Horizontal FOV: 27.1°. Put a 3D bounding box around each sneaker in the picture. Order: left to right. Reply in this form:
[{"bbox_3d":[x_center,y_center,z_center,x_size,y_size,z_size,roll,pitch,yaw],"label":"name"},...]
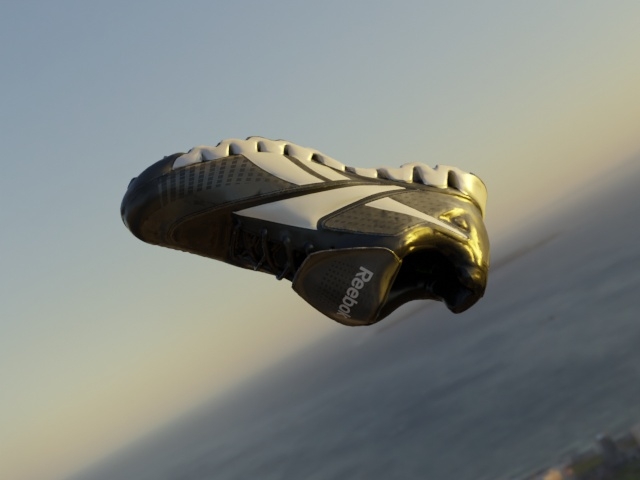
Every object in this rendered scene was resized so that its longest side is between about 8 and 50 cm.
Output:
[{"bbox_3d":[0.000,0.000,0.790,0.234,0.106,0.078,4,-45,-17],"label":"sneaker"}]
